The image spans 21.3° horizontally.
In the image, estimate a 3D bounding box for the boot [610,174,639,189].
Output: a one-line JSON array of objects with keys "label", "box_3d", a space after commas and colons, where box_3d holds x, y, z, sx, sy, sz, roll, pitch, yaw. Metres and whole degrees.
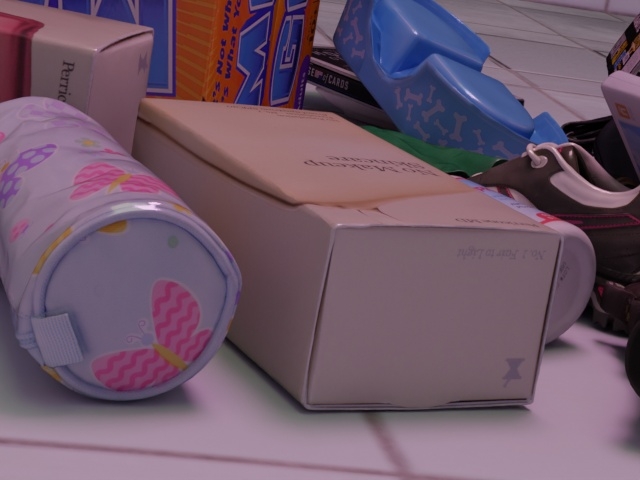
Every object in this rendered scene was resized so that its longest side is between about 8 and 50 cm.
[{"label": "boot", "box_3d": [0.290, 0.003, 1.353, 0.137, 0.077, 0.198, 23, 20, 27]}]

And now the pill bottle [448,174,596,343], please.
[{"label": "pill bottle", "box_3d": [0.104, 0.006, 1.168, 0.087, 0.087, 0.160, -3, 21, -41]}]

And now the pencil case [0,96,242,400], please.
[{"label": "pencil case", "box_3d": [-0.146, -0.003, 0.999, 0.124, 0.114, 0.273, -7, 20, -23]}]

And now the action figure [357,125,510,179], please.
[{"label": "action figure", "box_3d": [0.061, -0.065, 1.470, 0.137, 0.063, 0.232, 0, 15, -28]}]

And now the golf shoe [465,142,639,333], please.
[{"label": "golf shoe", "box_3d": [0.147, -0.024, 1.262, 0.272, 0.120, 0.105, 15, 18, 27]}]

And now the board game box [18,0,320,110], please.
[{"label": "board game box", "box_3d": [-0.201, -0.277, 1.522, 0.356, 0.357, 0.356, 12, 14, 11]}]

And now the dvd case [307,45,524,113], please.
[{"label": "dvd case", "box_3d": [0.076, -0.172, 1.836, 0.179, 0.030, 0.238, -2, 19, -37]}]

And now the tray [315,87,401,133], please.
[{"label": "tray", "box_3d": [0.137, -0.122, 1.803, 0.270, 0.030, 0.145, 20, 17, 36]}]

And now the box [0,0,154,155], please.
[{"label": "box", "box_3d": [-0.252, -0.094, 1.205, 0.232, 0.149, 0.127, 12, 15, 11]}]

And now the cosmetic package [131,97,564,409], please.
[{"label": "cosmetic package", "box_3d": [0.000, 0.000, 1.087, 0.160, 0.113, 0.309, 2, 15, -28]}]

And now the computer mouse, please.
[{"label": "computer mouse", "box_3d": [0.266, -0.091, 1.586, 0.184, 0.060, 0.262, -21, 13, 24]}]

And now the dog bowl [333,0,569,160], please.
[{"label": "dog bowl", "box_3d": [0.114, -0.147, 1.615, 0.166, 0.074, 0.297, 18, 26, -40]}]

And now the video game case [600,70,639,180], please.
[{"label": "video game case", "box_3d": [0.297, -0.011, 1.197, 0.023, 0.212, 0.193, -39, 33, -14]}]

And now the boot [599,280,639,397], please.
[{"label": "boot", "box_3d": [0.299, 0.076, 1.052, 0.263, 0.091, 0.229, 20, 8, 10]}]

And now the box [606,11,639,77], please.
[{"label": "box", "box_3d": [0.375, -0.060, 1.367, 0.322, 0.079, 0.257, 38, 14, -1]}]
